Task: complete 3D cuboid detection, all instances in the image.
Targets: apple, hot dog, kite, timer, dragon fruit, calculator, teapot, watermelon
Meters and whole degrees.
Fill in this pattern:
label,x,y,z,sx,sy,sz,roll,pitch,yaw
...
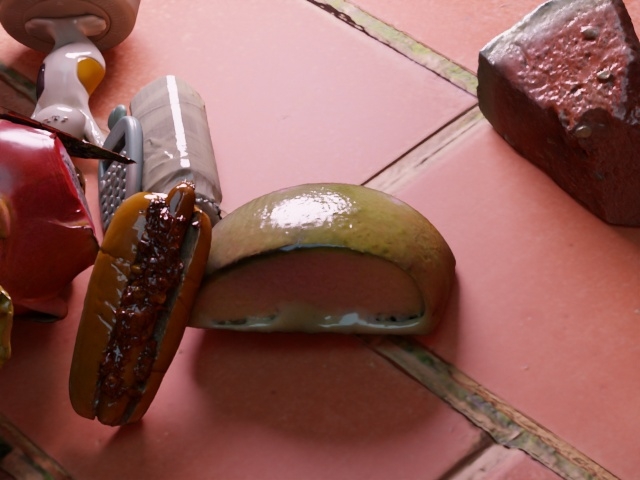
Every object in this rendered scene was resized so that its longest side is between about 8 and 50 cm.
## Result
label,x,y,z,sx,sy,sz,roll,pitch,yaw
apple,0.000,0.000,1.913,0.265,0.120,0.193,2,38,7
hot dog,-0.171,0.054,1.834,0.102,0.076,0.249,19,78,-1
kite,-0.292,-0.098,1.999,0.241,0.183,0.014,7,70,33
timer,-0.283,-0.198,2.162,0.175,0.175,0.266,-4,62,4
dragon fruit,-0.329,-0.011,1.912,0.227,0.224,0.224,-16,43,5
calculator,-0.209,-0.074,2.033,0.021,0.095,0.153,13,56,-24
teapot,-0.164,-0.073,2.043,0.107,0.077,0.200,-31,41,16
watermelon,0.276,-0.121,1.972,0.140,0.193,0.256,-23,60,-14

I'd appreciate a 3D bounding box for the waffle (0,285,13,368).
label,x,y,z,sx,sy,sz,roll,pitch,yaw
waffle,-0.426,0.103,1.786,0.325,0.068,0.302,26,97,23
